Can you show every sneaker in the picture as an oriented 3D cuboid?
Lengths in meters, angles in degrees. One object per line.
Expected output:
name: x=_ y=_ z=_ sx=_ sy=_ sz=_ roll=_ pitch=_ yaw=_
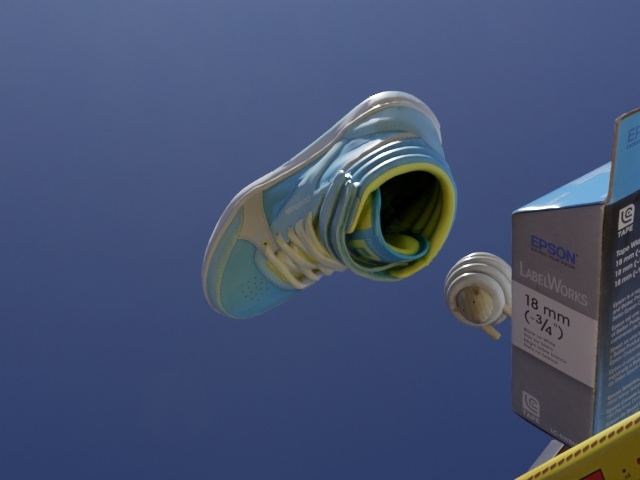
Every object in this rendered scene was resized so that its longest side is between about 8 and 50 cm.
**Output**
sneaker: x=0.000 y=0.000 z=0.869 sx=0.127 sy=0.208 sz=0.319 roll=39 pitch=-73 yaw=-24

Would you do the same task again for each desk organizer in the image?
desk organizer: x=0.306 y=0.324 z=1.174 sx=0.130 sy=0.047 sz=0.050 roll=-39 pitch=-93 yaw=-33

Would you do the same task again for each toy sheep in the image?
toy sheep: x=0.183 y=0.056 z=0.992 sx=0.091 sy=0.132 sz=0.091 roll=5 pitch=-70 yaw=13

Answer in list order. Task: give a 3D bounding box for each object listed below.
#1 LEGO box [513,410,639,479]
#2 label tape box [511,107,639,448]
LEGO box: x=0.353 y=0.141 z=0.368 sx=0.372 sy=0.500 sz=0.193 roll=23 pitch=-139 yaw=-36
label tape box: x=0.291 y=-0.003 z=0.795 sx=0.240 sy=0.334 sz=0.106 roll=-25 pitch=-146 yaw=-28
